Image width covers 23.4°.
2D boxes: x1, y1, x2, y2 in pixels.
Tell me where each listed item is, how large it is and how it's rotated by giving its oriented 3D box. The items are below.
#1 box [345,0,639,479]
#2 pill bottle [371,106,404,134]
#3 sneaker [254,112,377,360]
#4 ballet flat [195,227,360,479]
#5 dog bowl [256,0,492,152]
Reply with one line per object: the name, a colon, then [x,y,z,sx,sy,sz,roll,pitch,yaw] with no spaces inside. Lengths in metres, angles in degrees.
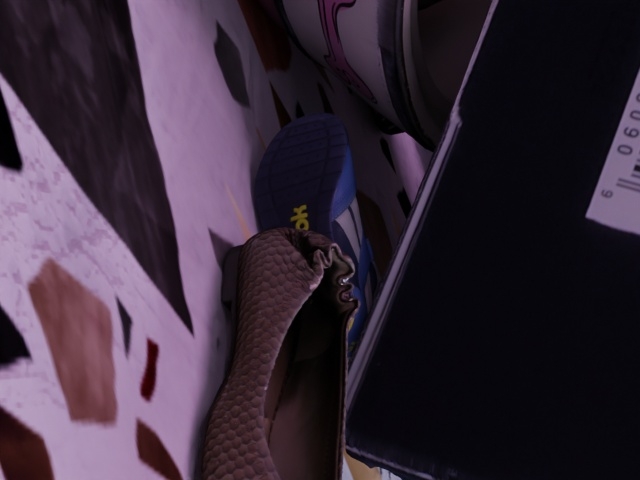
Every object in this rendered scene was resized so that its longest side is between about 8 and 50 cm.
box: [0.279,-0.011,0.959,0.479,0.297,0.472,-69,158,-9]
pill bottle: [0.070,-0.202,1.197,0.123,0.123,0.219,-15,87,-76]
sneaker: [0.000,0.000,0.829,0.059,0.053,0.144,46,37,-57]
ballet flat: [-0.009,0.078,0.676,0.250,0.058,0.084,-90,155,-52]
dog bowl: [0.101,-0.263,0.964,0.408,0.150,0.408,-45,150,-35]
